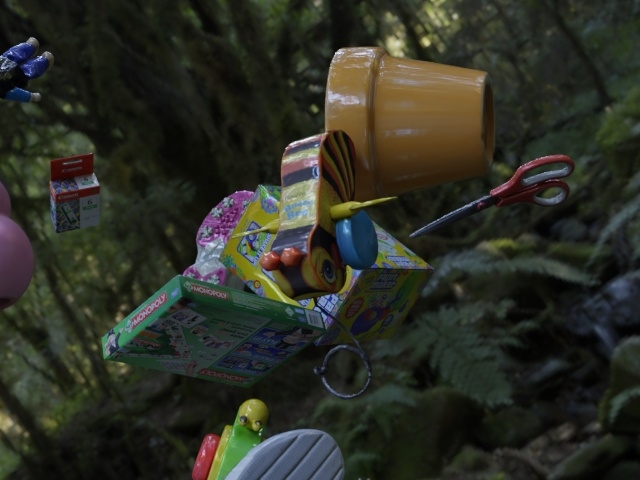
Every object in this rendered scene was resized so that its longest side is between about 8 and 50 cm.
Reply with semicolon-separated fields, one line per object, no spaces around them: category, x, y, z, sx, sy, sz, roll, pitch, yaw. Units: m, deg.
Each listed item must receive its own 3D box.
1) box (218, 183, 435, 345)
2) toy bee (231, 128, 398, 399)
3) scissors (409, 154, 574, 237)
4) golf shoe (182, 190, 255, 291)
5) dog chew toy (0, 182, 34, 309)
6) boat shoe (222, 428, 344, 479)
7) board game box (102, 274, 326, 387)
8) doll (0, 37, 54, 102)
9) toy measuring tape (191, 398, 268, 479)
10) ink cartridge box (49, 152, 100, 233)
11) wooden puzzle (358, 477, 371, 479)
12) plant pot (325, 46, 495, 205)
box;0.016;0.046;2.154;0.290;0.279;0.177;4;-60;-58
toy bee;0.000;0.000;1.230;0.195;0.298;0.162;-33;-29;17
scissors;0.290;-0.076;1.911;0.297;0.021;0.109;-13;-46;3
golf shoe;-0.195;0.043;2.280;0.306;0.115;0.140;-66;-26;-24
dog chew toy;-0.637;-0.035;1.993;0.206;0.332;0.206;-18;-13;-4
boat shoe;-0.109;0.339;1.335;0.335;0.121;0.119;-34;4;-40
board game box;-0.176;0.160;1.883;0.317;0.046;0.213;18;-44;-42
doll;-0.546;-0.292;1.982;0.046;0.129;0.189;-41;8;39
toy measuring tape;-0.137;0.370;1.553;0.121;0.121;0.330;-20;-48;-63
ink cartridge box;-0.331;-0.063;1.506;0.063;0.029;0.115;-13;-38;-23
wooden puzzle;0.074;0.438;1.899;0.006;0.083;0.049;18;-52;-23
plant pot;0.122;-0.146;1.422;0.188;0.205;0.205;0;1;15
